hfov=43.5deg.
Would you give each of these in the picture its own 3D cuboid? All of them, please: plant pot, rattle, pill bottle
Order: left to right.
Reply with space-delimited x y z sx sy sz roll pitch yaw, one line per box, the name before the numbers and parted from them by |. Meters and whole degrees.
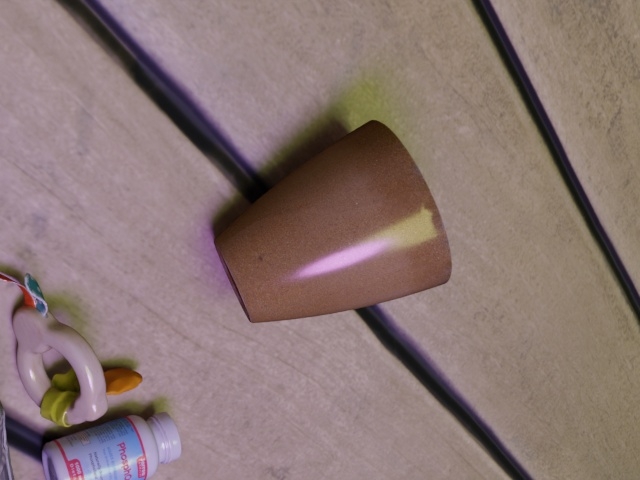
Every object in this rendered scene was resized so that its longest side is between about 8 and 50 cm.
rattle | -0.290 0.107 0.952 0.143 0.130 0.199 -26 96 -39
pill bottle | -0.265 0.276 1.027 0.160 0.087 0.087 -14 117 -32
plant pot | 0.000 0.000 1.043 0.254 0.237 0.237 -24 123 -9

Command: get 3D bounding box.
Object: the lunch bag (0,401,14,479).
lunch bag | -0.440 0.312 0.828 0.256 0.213 0.305 -12 115 -29
